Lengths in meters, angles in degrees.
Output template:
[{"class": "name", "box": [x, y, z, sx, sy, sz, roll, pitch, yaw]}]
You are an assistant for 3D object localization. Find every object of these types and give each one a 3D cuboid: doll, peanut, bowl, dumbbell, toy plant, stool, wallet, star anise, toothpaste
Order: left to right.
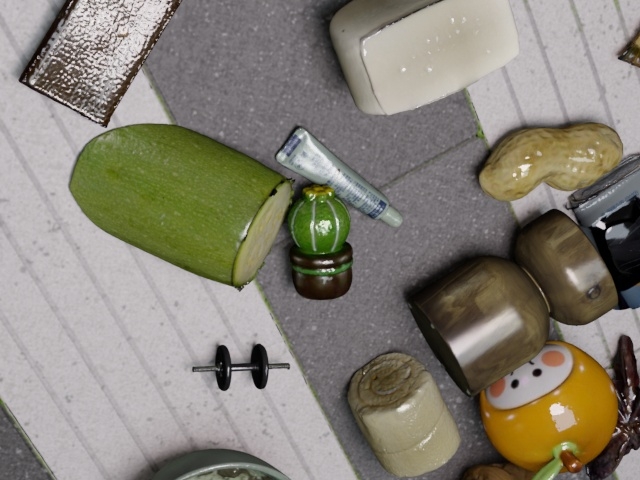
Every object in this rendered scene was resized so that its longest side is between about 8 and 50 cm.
[{"class": "wallet", "box": [-0.273, -0.278, 1.547, 0.133, 0.039, 0.243, 27, 99, -32]}, {"class": "bowl", "box": [-0.167, 0.422, 1.792, 0.289, 0.146, 0.289, -8, 113, -18]}, {"class": "dumbbell", "box": [-0.116, 0.186, 1.761, 0.147, 0.069, 0.069, -1, 110, -19]}, {"class": "toy plant", "box": [0.000, 0.000, 1.719, 0.093, 0.093, 0.162, -10, 111, -15]}, {"class": "toothpaste", "box": [0.035, -0.083, 1.729, 0.216, 0.037, 0.062, 34, 100, -23]}, {"class": "stool", "box": [0.286, 0.094, 1.804, 0.264, 0.179, 0.179, -31, 117, -5]}, {"class": "peanut", "box": [0.343, -0.120, 1.789, 0.230, 0.098, 0.103, -9, 85, -13]}, {"class": "doll", "box": [0.360, 0.282, 1.836, 0.214, 0.236, 0.213, -4, 129, -5]}, {"class": "star anise", "box": [0.501, 0.293, 1.991, 0.283, 0.129, 0.212, -34, 111, 5]}, {"class": "wallet", "box": [0.501, -0.010, 1.901, 0.170, 0.069, 0.231, -30, 116, -1]}]

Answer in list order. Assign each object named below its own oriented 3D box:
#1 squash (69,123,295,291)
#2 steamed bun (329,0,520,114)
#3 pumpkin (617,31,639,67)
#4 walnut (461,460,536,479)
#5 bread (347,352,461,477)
[{"class": "squash", "box": [-0.189, -0.060, 1.668, 0.261, 0.189, 0.189, 24, 103, 11]}, {"class": "steamed bun", "box": [0.134, -0.277, 1.616, 0.242, 0.164, 0.146, -26, 118, -9]}, {"class": "pumpkin", "box": [0.501, -0.292, 1.813, 0.101, 0.035, 0.073, 18, 115, -28]}, {"class": "walnut", "box": [0.295, 0.451, 1.925, 0.213, 0.213, 0.213, -7, 112, -17]}, {"class": "bread", "box": [0.124, 0.267, 1.830, 0.134, 0.148, 0.141, -38, 118, -20]}]
